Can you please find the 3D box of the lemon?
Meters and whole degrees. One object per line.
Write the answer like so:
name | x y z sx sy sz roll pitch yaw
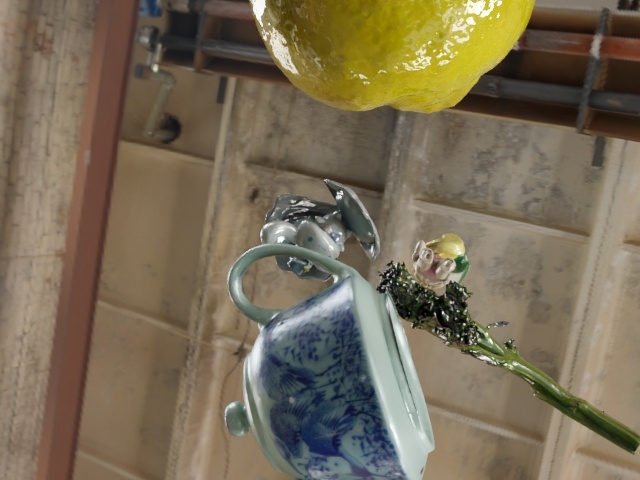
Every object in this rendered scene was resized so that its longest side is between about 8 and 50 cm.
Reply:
lemon | 0.071 -0.308 0.922 0.348 0.348 0.348 1 -87 32

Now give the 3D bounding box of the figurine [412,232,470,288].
figurine | 0.158 0.025 1.081 0.083 0.187 0.083 -1 -95 10

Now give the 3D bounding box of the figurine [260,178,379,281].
figurine | 0.000 0.000 0.691 0.086 0.082 0.094 -30 -76 -4

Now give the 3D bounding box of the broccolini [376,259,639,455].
broccolini | 0.166 0.100 0.681 0.271 0.123 0.062 33 -80 -3

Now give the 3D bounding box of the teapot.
teapot | -0.003 0.111 0.610 0.159 0.159 0.232 -21 -99 31
